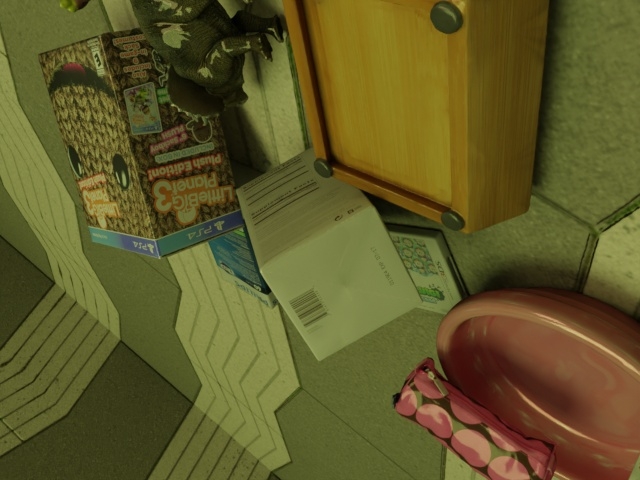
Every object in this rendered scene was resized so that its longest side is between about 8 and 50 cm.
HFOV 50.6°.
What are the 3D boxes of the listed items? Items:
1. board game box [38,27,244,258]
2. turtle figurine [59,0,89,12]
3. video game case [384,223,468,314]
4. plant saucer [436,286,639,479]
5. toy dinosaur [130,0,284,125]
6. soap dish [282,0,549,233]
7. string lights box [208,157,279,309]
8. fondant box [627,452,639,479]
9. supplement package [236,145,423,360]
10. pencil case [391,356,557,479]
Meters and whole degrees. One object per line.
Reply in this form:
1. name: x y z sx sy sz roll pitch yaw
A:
1. board game box: -0.257 -0.143 0.967 0.232 0.141 0.290 8 115 49
2. turtle figurine: -0.255 -0.371 0.790 0.217 0.087 0.269 -12 140 33
3. video game case: 0.123 0.039 0.926 0.157 0.019 0.143 10 137 48
4. plant saucer: 0.298 0.174 0.803 0.332 0.084 0.332 33 150 22
5. toy dinosaur: -0.141 -0.247 0.735 0.160 0.121 0.313 -13 134 18
6. soap dish: 0.081 -0.151 0.614 0.229 0.118 0.290 27 149 31
7. string lights box: -0.130 -0.012 1.139 0.133 0.077 0.259 27 148 31
8. fondant box: 0.363 0.228 0.529 0.238 0.096 0.330 -101 14 -58
9. supplement package: 0.000 0.000 0.802 0.139 0.134 0.244 60 -179 -26
10. pencil case: 0.195 0.234 0.845 0.209 0.095 0.098 32 134 19
